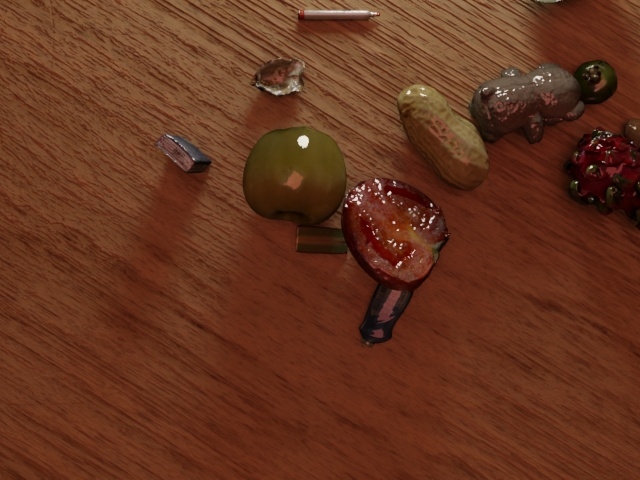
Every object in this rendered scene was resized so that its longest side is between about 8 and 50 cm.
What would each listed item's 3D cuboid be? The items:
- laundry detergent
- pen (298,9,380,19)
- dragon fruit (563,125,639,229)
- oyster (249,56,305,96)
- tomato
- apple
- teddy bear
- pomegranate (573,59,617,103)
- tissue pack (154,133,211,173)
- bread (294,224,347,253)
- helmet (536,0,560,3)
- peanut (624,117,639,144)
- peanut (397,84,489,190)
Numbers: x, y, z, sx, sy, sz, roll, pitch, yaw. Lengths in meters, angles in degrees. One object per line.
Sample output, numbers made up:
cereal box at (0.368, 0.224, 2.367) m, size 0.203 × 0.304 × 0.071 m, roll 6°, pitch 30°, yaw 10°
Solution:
laundry detergent at (0.167, 0.198, 1.696) m, size 0.097 × 0.061 × 0.206 m, roll 27°, pitch 93°, yaw 0°
pen at (0.050, -0.601, 1.688) m, size 0.218 × 0.026 × 0.026 m, roll 1°, pitch 92°, yaw 2°
dragon fruit at (0.755, -0.158, 1.601) m, size 0.273 × 0.218 × 0.198 m, roll 22°, pitch 130°, yaw -3°
oyster at (-0.115, -0.433, 1.688) m, size 0.148 × 0.051 × 0.103 m, roll -2°, pitch 89°, yaw -13°
tomato at (0.170, 0.002, 1.637) m, size 0.309 × 0.170 × 0.309 m, roll 7°, pitch 55°, yaw -10°
apple at (-0.064, -0.162, 1.601) m, size 0.263 × 0.262 × 0.262 m, roll 0°, pitch 92°, yaw 2°
teddy bear at (0.518, -0.354, 1.616) m, size 0.267 × 0.151 × 0.236 m, roll -13°, pitch 64°, yaw -7°
pomegranate at (0.695, -0.405, 1.614) m, size 0.115 × 0.142 × 0.114 m, roll 0°, pitch 89°, yaw 26°
tissue pack at (-0.355, -0.227, 1.653) m, size 0.112 × 0.156 × 0.051 m, roll 41°, pitch 98°, yaw 0°
bread at (0.005, 0.000, 1.684) m, size 0.139 × 0.084 × 0.074 m, roll 5°, pitch 91°, yaw 2°
helmet at (0.651, -0.689, 1.609) m, size 0.257 × 0.137 × 0.204 m, roll -47°, pitch 52°, yaw 19°
peanut at (0.848, -0.252, 1.646) m, size 0.076 × 0.076 × 0.152 m, roll -36°, pitch 85°, yaw 3°
peanut at (0.317, -0.270, 1.634) m, size 0.152 × 0.152 × 0.313 m, roll -42°, pitch 85°, yaw 3°
